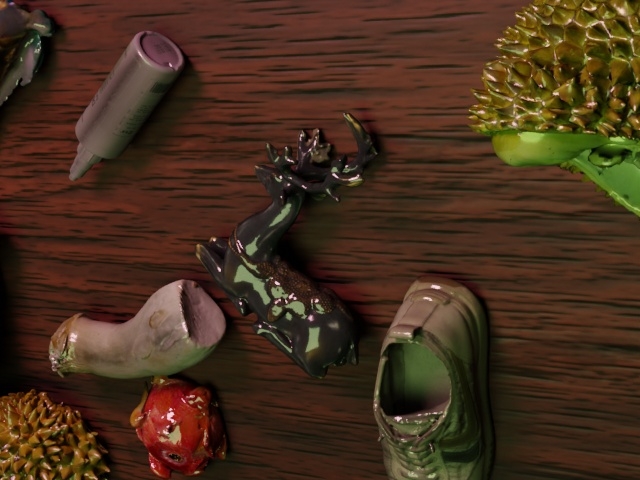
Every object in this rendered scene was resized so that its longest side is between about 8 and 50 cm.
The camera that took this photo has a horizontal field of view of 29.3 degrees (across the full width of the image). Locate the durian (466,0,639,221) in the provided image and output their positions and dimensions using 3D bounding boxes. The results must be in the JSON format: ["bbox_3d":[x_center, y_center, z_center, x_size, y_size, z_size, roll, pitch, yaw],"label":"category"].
[{"bbox_3d":[0.239,-0.111,0.910,0.237,0.200,0.176,22,95,5],"label":"durian"}]

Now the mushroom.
[{"bbox_3d":[-0.202,0.108,1.330,0.223,0.081,0.092,-16,121,36],"label":"mushroom"}]

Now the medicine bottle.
[{"bbox_3d":[-0.209,-0.125,1.240,0.057,0.058,0.199,46,127,4],"label":"medicine bottle"}]

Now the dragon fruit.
[{"bbox_3d":[-0.162,0.213,1.360,0.112,0.068,0.126,19,121,21],"label":"dragon fruit"}]

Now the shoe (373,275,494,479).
[{"bbox_3d":[0.100,0.173,1.177,0.103,0.098,0.274,9,117,30],"label":"shoe"}]

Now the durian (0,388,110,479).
[{"bbox_3d":[-0.376,0.275,1.475,0.250,0.138,0.183,-17,94,28],"label":"durian"}]

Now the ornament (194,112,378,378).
[{"bbox_3d":[0.000,0.000,1.165,0.202,0.080,0.236,42,125,11],"label":"ornament"}]

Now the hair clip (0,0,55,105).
[{"bbox_3d":[-0.399,-0.133,1.346,0.110,0.095,0.358,20,138,-21],"label":"hair clip"}]
